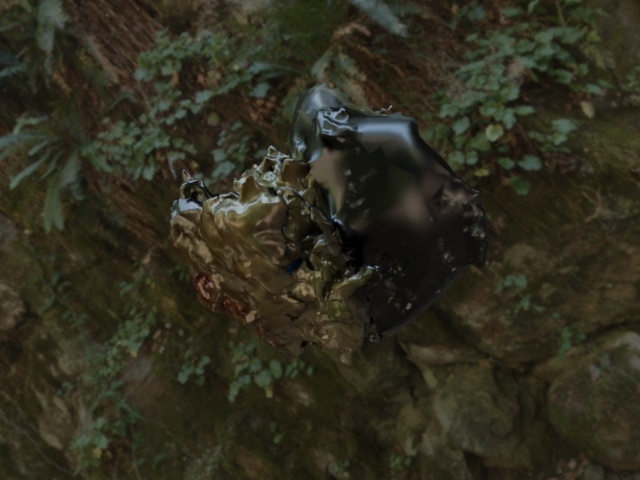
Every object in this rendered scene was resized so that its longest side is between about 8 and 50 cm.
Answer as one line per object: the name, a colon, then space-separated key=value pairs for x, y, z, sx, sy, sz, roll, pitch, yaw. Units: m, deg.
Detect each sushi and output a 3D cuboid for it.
sushi: x=-0.004 y=0.004 z=0.549 sx=0.218 sy=0.239 sz=0.225 roll=-35 pitch=15 yaw=-17
